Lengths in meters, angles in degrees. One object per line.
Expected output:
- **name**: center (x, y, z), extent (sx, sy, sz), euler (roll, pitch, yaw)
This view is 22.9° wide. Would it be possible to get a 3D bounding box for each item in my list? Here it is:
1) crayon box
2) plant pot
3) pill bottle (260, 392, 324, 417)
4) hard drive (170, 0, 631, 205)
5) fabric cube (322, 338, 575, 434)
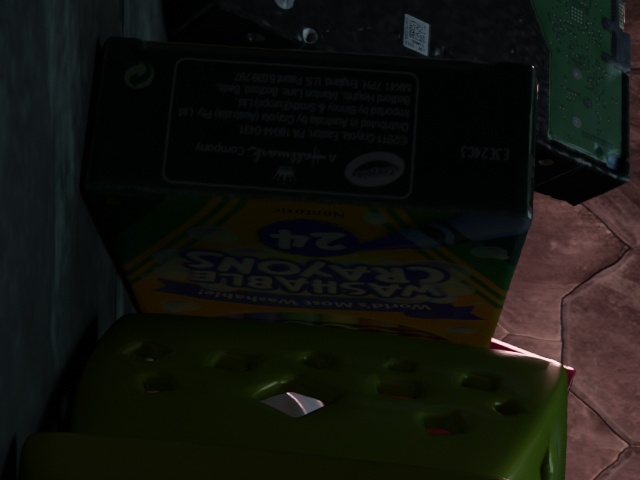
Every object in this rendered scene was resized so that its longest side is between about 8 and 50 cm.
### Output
- **crayon box**: center (0.000, 0.000, 0.865), extent (0.323, 0.203, 0.083), euler (85, 9, -72)
- **plant pot**: center (-0.014, 0.167, 0.680), extent (0.207, 0.228, 0.227), euler (-43, 138, -78)
- **pill bottle**: center (-0.042, 0.161, 1.294), extent (0.184, 0.103, 0.103), euler (74, 20, -81)
- **hard drive**: center (0.067, -0.183, 1.055), extent (0.064, 0.339, 0.237), euler (-27, -128, 50)
- **fabric cube**: center (0.074, 0.229, 1.537), extent (0.259, 0.258, 0.254), euler (89, 26, -61)
